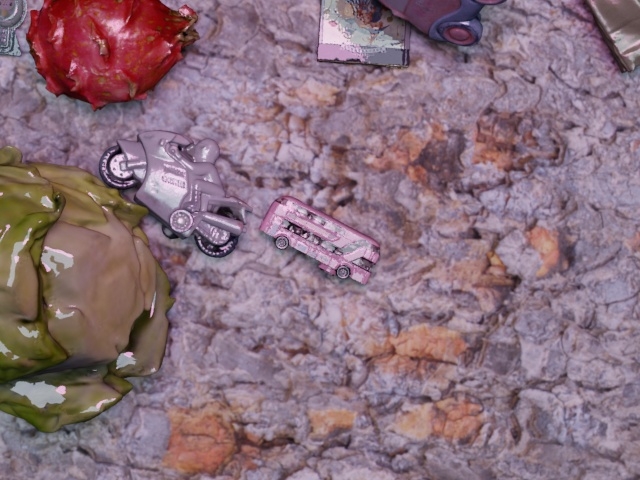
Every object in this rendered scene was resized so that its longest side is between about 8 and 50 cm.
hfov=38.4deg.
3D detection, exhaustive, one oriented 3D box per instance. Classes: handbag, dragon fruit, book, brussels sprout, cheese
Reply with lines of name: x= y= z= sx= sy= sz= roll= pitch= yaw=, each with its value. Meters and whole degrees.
handbag: x=0.582 y=-0.436 z=1.532 sx=0.316 sy=0.109 sz=0.253 roll=-24 pitch=98 yaw=-8
dragon fruit: x=-0.319 y=-0.311 z=1.438 sx=0.268 sy=0.210 sz=0.205 roll=-11 pitch=110 yaw=-9
book: x=0.078 y=-0.410 z=1.541 sx=0.158 sy=0.026 sz=0.231 roll=3 pitch=92 yaw=-4
brussels sprout: x=-0.456 y=0.068 z=1.379 sx=0.361 sy=0.342 sz=0.425 roll=5 pitch=133 yaw=26
cheese: x=-0.515 y=-0.363 z=1.503 sx=0.067 sy=0.026 sz=0.120 roll=4 pitch=93 yaw=-3

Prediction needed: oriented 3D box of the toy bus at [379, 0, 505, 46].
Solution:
toy bus: x=0.177 y=-0.450 z=1.411 sx=0.232 sy=0.294 sz=0.197 roll=17 pitch=75 yaw=-5

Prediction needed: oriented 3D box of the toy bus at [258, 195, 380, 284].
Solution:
toy bus: x=0.000 y=0.000 z=1.535 sx=0.203 sy=0.063 sz=0.090 roll=28 pitch=90 yaw=-3

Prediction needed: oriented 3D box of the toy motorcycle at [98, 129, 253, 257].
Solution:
toy motorcycle: x=-0.221 y=-0.096 z=1.500 sx=0.260 sy=0.110 sz=0.170 roll=37 pitch=78 yaw=-9
